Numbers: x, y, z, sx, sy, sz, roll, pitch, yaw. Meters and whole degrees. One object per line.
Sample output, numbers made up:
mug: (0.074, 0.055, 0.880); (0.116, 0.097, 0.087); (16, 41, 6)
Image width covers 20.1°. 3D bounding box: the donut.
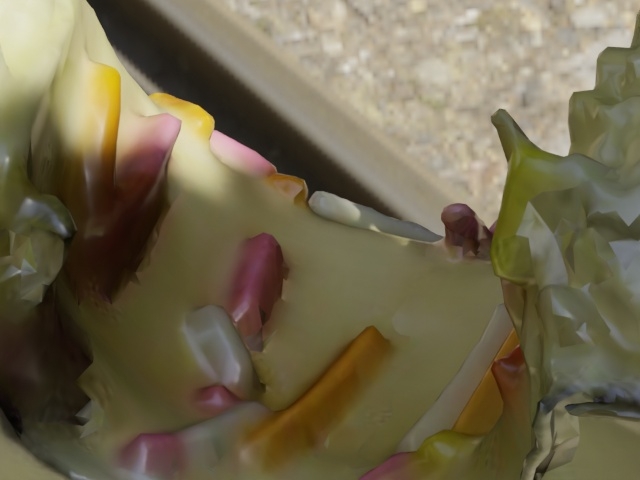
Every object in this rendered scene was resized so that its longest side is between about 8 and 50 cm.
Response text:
donut: (0.009, 0.005, 0.411); (0.371, 0.307, 0.150); (4, 49, 20)
